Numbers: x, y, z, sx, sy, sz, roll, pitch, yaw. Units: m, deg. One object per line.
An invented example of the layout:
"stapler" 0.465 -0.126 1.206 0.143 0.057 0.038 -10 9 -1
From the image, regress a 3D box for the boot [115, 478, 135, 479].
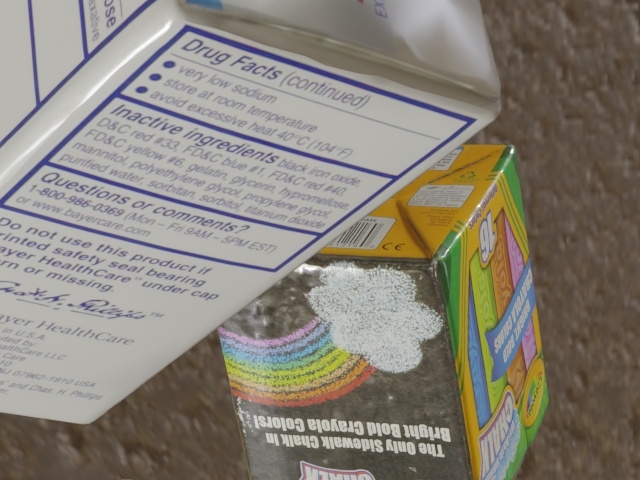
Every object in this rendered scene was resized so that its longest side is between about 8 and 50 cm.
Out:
"boot" -0.019 0.188 0.881 0.152 0.197 0.073 18 86 64

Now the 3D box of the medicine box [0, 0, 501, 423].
"medicine box" -0.094 -0.104 0.713 0.289 0.149 0.263 -36 52 39

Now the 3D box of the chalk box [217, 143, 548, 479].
"chalk box" 0.051 0.094 1.236 0.180 0.289 0.179 3 30 24
